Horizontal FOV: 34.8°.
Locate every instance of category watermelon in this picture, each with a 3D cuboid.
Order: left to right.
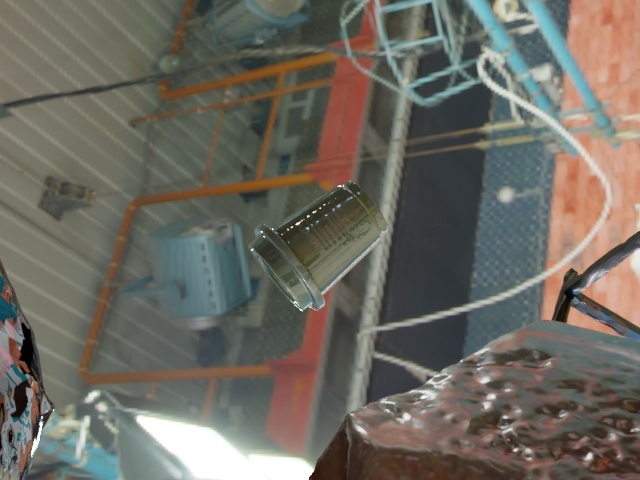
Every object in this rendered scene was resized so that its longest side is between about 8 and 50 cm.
[{"bbox_3d":[0.161,0.125,0.421,0.302,0.264,0.151,8,-82,-46],"label":"watermelon"}]

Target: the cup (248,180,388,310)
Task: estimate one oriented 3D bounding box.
[{"bbox_3d":[0.000,0.000,1.169,0.141,0.120,0.120,-41,-53,-9],"label":"cup"}]

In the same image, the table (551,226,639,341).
[{"bbox_3d":[0.367,0.159,0.838,0.335,0.222,0.272,31,-127,-7],"label":"table"}]

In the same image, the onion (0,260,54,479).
[{"bbox_3d":[-0.270,0.048,0.538,0.314,0.232,0.314,50,-164,-20],"label":"onion"}]
